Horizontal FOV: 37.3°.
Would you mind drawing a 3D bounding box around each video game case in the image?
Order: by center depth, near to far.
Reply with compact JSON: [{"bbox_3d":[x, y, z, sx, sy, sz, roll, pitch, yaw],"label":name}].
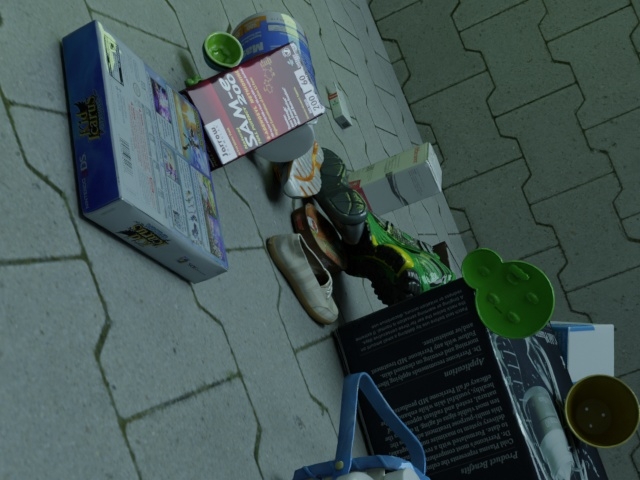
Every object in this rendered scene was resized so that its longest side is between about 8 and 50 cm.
[{"bbox_3d":[-0.222,-0.107,1.217,0.244,0.061,0.270,40,32,-56],"label":"video game case"}]

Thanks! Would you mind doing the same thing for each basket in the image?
[{"bbox_3d":[0.082,0.362,1.313,0.255,0.201,0.289,52,32,-41],"label":"basket"}]

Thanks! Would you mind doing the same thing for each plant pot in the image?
[{"bbox_3d":[0.516,0.324,1.770,0.095,0.134,0.134,74,-1,-71],"label":"plant pot"}]

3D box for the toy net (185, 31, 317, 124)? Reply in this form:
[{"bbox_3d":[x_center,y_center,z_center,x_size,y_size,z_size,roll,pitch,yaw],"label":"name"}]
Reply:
[{"bbox_3d":[-0.102,-0.250,1.581,0.232,0.045,0.122,26,55,-15],"label":"toy net"}]

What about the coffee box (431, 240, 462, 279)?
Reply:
[{"bbox_3d":[0.298,0.169,2.344,0.297,0.168,0.119,58,17,-31],"label":"coffee box"}]

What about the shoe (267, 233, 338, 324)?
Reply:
[{"bbox_3d":[-0.016,0.068,1.656,0.219,0.058,0.077,55,20,-36],"label":"shoe"}]

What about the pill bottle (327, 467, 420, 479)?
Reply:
[{"bbox_3d":[0.015,0.340,1.089,0.124,0.221,0.124,57,19,-32],"label":"pill bottle"}]

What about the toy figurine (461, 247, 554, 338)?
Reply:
[{"bbox_3d":[0.325,0.089,1.644,0.173,0.130,0.159,43,8,15],"label":"toy figurine"}]

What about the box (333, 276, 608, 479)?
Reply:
[{"bbox_3d":[0.311,0.356,1.813,0.480,0.297,0.472,17,53,-60],"label":"box"}]

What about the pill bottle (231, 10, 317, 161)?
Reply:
[{"bbox_3d":[-0.083,-0.279,1.742,0.152,0.152,0.272,50,23,-47],"label":"pill bottle"}]

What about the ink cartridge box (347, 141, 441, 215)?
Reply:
[{"bbox_3d":[0.177,-0.140,2.278,0.092,0.217,0.158,62,17,-17],"label":"ink cartridge box"}]

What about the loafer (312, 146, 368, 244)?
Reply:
[{"bbox_3d":[0.020,-0.092,1.925,0.267,0.096,0.084,-118,-158,-49],"label":"loafer"}]

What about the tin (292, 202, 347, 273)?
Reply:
[{"bbox_3d":[0.000,0.000,1.845,0.189,0.040,0.106,44,24,-56],"label":"tin"}]

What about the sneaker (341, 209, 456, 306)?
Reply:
[{"bbox_3d":[0.144,0.038,1.900,0.146,0.134,0.343,7,24,-28],"label":"sneaker"}]

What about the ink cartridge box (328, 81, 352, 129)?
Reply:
[{"bbox_3d":[0.048,-0.356,2.498,0.063,0.029,0.115,41,29,-56],"label":"ink cartridge box"}]

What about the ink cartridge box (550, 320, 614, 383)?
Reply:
[{"bbox_3d":[0.481,0.248,2.171,0.223,0.307,0.129,2,87,-48],"label":"ink cartridge box"}]

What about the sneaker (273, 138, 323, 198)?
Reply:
[{"bbox_3d":[-0.049,-0.130,1.787,0.084,0.083,0.215,62,19,-20],"label":"sneaker"}]

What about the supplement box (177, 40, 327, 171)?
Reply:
[{"bbox_3d":[-0.113,-0.208,1.478,0.239,0.073,0.130,-34,102,-38],"label":"supplement box"}]
